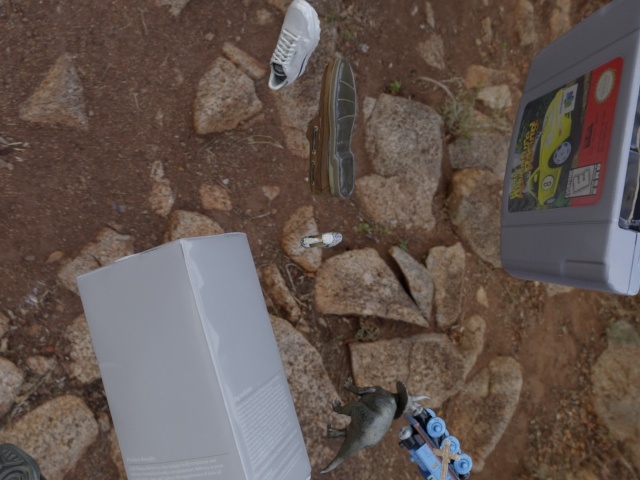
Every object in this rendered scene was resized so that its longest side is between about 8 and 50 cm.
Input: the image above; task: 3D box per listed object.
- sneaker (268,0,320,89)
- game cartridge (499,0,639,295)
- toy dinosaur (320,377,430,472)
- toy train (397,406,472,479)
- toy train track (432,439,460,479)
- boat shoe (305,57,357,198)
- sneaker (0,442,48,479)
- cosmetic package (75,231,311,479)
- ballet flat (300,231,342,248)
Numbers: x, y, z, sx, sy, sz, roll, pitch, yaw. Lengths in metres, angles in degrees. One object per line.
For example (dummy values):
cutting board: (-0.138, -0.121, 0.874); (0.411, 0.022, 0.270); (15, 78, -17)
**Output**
sneaker: (-0.071, -0.462, 1.043); (0.095, 0.090, 0.235); (-47, 172, -28)
game cartridge: (0.276, -0.097, 0.472); (0.196, 0.060, 0.295); (164, -65, -86)
toy dinosaur: (0.108, 0.400, 0.990); (0.313, 0.160, 0.121); (-19, 98, -48)
toy train: (0.242, 0.450, 0.928); (0.105, 0.080, 0.184); (-37, 93, -8)
toy train track: (0.219, 0.397, 0.765); (0.014, 0.048, 0.083); (46, 52, -50)
boat shoe: (0.014, -0.248, 0.980); (0.110, 0.104, 0.308); (-13, 108, -56)
sneaker: (-0.420, 0.407, 0.643); (0.087, 0.227, 0.130); (-41, 170, -32)
cosmetic package: (-0.108, 0.121, 0.383); (0.107, 0.127, 0.238); (-4, 80, -68)
ballet flat: (0.000, 0.000, 1.148); (0.041, 0.114, 0.041); (-9, 90, -79)
